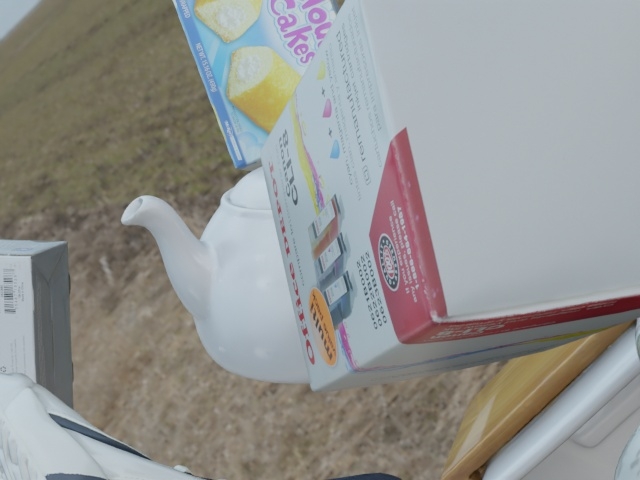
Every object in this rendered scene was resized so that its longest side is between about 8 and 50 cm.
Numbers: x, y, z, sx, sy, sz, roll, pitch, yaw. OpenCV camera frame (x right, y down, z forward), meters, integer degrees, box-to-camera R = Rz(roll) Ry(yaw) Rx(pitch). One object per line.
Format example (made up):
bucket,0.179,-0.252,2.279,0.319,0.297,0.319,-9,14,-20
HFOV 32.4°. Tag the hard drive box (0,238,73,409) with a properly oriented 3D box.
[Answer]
hard drive box,-0.367,0.090,1.072,0.232,0.181,0.089,3,10,10

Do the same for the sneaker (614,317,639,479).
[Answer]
sneaker,0.232,0.078,0.635,0.252,0.103,0.111,-39,24,-33

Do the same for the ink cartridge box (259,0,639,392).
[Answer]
ink cartridge box,0.061,-0.017,0.460,0.127,0.128,0.176,-9,-13,-16

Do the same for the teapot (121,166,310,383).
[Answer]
teapot,0.000,0.000,0.981,0.252,0.187,0.256,0,17,22

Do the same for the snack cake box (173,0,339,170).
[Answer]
snack cake box,-0.055,-0.220,1.127,0.152,0.264,0.089,-21,-1,9

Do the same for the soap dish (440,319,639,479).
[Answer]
soap dish,0.270,0.148,0.835,0.229,0.290,0.118,-51,23,30

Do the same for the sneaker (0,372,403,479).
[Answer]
sneaker,-0.038,0.126,0.447,0.235,0.153,0.094,33,119,38
